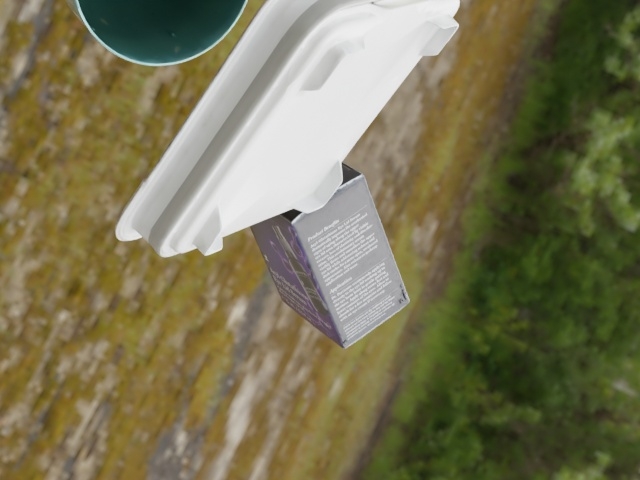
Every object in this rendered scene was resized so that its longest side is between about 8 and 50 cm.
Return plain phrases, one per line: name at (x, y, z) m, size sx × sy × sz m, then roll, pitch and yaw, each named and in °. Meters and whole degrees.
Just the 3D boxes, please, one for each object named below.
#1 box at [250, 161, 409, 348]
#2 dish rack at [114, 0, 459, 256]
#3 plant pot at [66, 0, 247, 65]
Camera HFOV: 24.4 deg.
box at (0.000, 0.000, 1.779) m, size 0.108 × 0.153 × 0.207 m, roll -34°, pitch 126°, yaw -16°
dish rack at (-0.012, -0.112, 1.306) m, size 0.285 × 0.072 × 0.333 m, roll -23°, pitch 155°, yaw -53°
plant pot at (-0.285, -0.443, 2.297) m, size 0.293 × 0.235 × 0.293 m, roll -12°, pitch 117°, yaw -25°
